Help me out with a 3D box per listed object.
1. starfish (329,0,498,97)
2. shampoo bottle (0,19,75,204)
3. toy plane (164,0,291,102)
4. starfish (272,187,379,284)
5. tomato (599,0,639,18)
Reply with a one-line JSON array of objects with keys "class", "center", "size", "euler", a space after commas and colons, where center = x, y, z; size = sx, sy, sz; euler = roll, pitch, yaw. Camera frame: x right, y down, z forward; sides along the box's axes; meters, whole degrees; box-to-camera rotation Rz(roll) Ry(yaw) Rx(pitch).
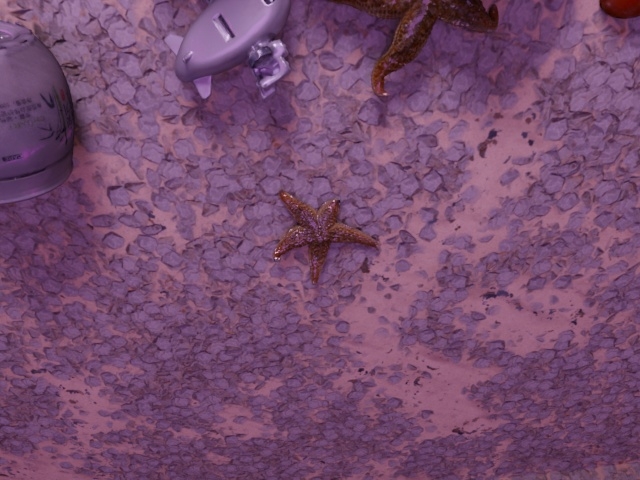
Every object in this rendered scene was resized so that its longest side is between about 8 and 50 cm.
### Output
[{"class": "starfish", "center": [0.177, -0.434, 0.725], "size": [0.326, 0.094, 0.375], "euler": [23, 114, -15]}, {"class": "shampoo bottle", "center": [-0.579, -0.221, 0.722], "size": [0.272, 0.273, 0.267], "euler": [4, 129, -5]}, {"class": "toy plane", "center": [-0.160, -0.364, 0.741], "size": [0.251, 0.118, 0.253], "euler": [3, 108, 8]}, {"class": "starfish", "center": [-0.001, -0.002, 1.030], "size": [0.294, 0.048, 0.231], "euler": [24, 109, -20]}, {"class": "tomato", "center": [0.586, -0.472, 0.732], "size": [0.155, 0.069, 0.156], "euler": [-1, 122, -2]}]
